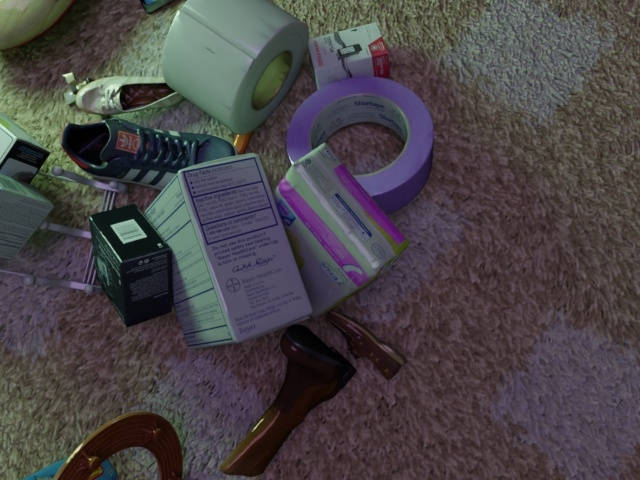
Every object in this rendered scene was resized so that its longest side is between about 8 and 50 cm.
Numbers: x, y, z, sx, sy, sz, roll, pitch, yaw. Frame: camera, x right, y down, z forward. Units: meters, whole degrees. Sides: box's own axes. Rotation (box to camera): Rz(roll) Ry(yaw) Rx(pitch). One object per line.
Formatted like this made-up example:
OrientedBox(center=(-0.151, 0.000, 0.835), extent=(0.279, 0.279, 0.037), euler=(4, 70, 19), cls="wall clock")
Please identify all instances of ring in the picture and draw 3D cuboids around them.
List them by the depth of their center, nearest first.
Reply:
OrientedBox(center=(-0.339, 0.460, 0.957), extent=(0.032, 0.336, 0.336), euler=(9, 83, 27), cls="ring")

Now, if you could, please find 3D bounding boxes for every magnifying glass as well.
OrientedBox(center=(-0.194, -0.137, 1.177), extent=(0.092, 0.026, 0.231), euler=(22, 84, 7), cls="magnifying glass")

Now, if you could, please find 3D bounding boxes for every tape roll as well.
OrientedBox(center=(0.077, -0.179, 1.091), extent=(0.275, 0.090, 0.275), euler=(-4, 64, 8), cls="tape roll")
OrientedBox(center=(-0.159, -0.350, 1.093), extent=(0.169, 0.246, 0.246), euler=(36, 86, 7), cls="tape roll")

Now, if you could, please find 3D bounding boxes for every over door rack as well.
OrientedBox(center=(-0.578, -0.033, 1.148), extent=(0.324, 0.108, 0.239), euler=(11, 83, 5), cls="over door rack")

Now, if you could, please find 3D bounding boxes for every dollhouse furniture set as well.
OrientedBox(center=(-0.508, -0.276, 1.196), extent=(0.081, 0.091, 0.114), euler=(-21, 84, 16), cls="dollhouse furniture set")

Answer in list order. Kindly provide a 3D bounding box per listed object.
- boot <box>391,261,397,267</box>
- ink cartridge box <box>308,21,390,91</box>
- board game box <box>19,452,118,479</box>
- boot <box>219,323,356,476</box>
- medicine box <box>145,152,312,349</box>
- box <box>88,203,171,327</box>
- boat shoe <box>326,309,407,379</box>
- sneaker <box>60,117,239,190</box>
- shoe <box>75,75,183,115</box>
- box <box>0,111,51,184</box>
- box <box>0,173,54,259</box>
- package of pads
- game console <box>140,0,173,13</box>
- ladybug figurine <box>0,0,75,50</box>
OrientedBox(center=(0.085, -0.030, 1.120), extent=(0.086, 0.069, 0.190), euler=(-15, 82, -4), cls="boot")
OrientedBox(center=(0.055, -0.369, 1.152), extent=(0.150, 0.063, 0.109), euler=(-14, 54, 2), cls="ink cartridge box")
OrientedBox(center=(-0.551, 0.508, 0.976), extent=(0.308, 0.302, 0.086), euler=(-38, 82, -1), cls="board game box")
OrientedBox(center=(-0.081, 0.289, 1.004), extent=(0.280, 0.264, 0.096), euler=(-46, 66, -4), cls="boot")
OrientedBox(center=(-0.174, 0.031, 1.005), extent=(0.149, 0.263, 0.289), euler=(-17, 87, -31), cls="medicine box")
OrientedBox(center=(-0.349, 0.045, 1.050), extent=(0.093, 0.158, 0.156), euler=(-19, 45, -33), cls="box")
OrientedBox(center=(0.080, 0.199, 1.094), extent=(0.178, 0.064, 0.060), euler=(36, 84, 5), cls="boat shoe")
OrientedBox(center=(-0.341, -0.173, 1.118), extent=(0.350, 0.148, 0.131), euler=(2, 77, 7), cls="sneaker")
OrientedBox(center=(-0.387, -0.301, 1.164), extent=(0.219, 0.058, 0.076), euler=(-11, 105, -14), cls="shoe")
OrientedBox(center=(-0.680, -0.107, 1.104), extent=(0.169, 0.087, 0.290), euler=(37, 92, 21), cls="box")
OrientedBox(center=(-0.590, -0.045, 1.041), extent=(0.072, 0.126, 0.137), euler=(40, 93, 20), cls="box")
OrientedBox(center=(0.000, 0.000, 1.007), extent=(0.101, 0.296, 0.229), euler=(-39, 88, -32), cls="package of pads")
OrientedBox(center=(-0.356, -0.588, 1.220), extent=(0.085, 0.124, 0.144), euler=(-24, 81, -26), cls="game console")
OrientedBox(center=(-0.626, -0.583, 1.188), extent=(0.305, 0.162, 0.449), euler=(34, 90, 2), cls="ladybug figurine")
